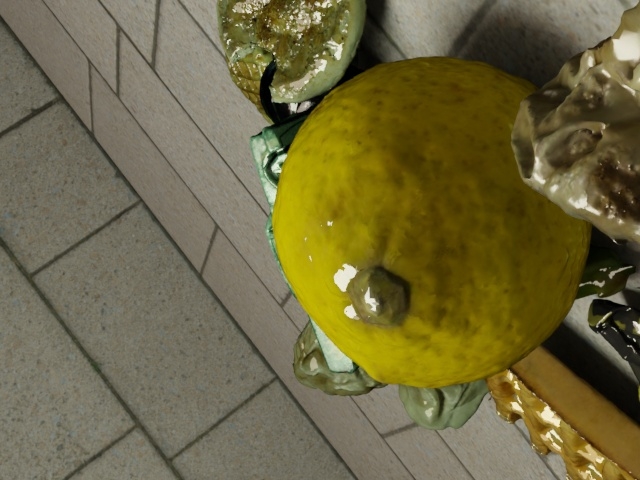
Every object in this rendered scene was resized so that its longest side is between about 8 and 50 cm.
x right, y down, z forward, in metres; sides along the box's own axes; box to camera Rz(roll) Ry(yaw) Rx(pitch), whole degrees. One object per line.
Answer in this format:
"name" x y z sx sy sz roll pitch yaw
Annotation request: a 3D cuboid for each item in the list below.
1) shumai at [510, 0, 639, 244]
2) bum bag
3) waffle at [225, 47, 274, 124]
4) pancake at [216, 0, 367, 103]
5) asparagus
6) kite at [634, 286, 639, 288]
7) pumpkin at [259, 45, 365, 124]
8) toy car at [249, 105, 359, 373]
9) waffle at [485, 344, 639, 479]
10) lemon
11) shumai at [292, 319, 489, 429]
"shumai" 0.323 -0.128 0.788 0.314 0.267 0.262 21 122 10
"bum bag" 0.396 0.163 1.273 0.232 0.060 0.107 56 169 -26
"waffle" -0.090 -0.254 1.733 0.208 0.054 0.214 45 167 15
"pancake" -0.042 -0.302 1.343 0.253 0.037 0.253 8 102 40
"asparagus" 0.245 0.064 1.319 0.343 0.085 0.082 -27 95 43
"kite" 0.431 0.046 0.749 0.406 0.014 0.368 4 178 20
"pumpkin" 0.009 -0.183 1.455 0.194 0.150 0.194 43 159 21
"toy car" 0.000 0.000 1.342 0.097 0.141 0.320 -14 101 34
"waffle" 0.357 0.268 1.448 0.348 0.077 0.304 41 170 30
"lemon" 0.116 -0.019 1.134 0.350 0.387 0.349 9 112 24
"shumai" 0.154 0.128 1.561 0.288 0.292 0.330 40 130 0
